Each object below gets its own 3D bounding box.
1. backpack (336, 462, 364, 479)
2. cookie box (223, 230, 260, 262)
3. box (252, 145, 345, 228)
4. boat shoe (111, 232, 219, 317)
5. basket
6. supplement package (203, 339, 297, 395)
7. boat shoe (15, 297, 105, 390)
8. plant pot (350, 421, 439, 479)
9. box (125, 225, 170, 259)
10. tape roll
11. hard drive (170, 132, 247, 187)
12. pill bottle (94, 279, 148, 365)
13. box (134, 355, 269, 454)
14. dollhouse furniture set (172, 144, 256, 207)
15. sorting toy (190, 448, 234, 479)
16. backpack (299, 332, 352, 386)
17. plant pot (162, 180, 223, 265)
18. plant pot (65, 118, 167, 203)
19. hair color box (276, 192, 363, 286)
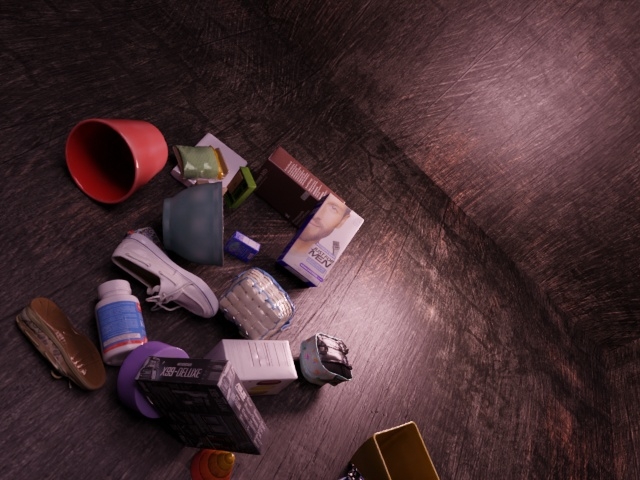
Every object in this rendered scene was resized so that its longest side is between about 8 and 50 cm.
[{"bbox_3d":[0.040,0.815,1.422,0.263,0.213,0.276,4,48,-51],"label":"backpack"},{"bbox_3d":[-0.294,0.025,1.908,0.107,0.092,0.040,32,43,-19],"label":"cookie box"},{"bbox_3d":[-0.104,-0.202,2.209,0.381,0.191,0.143,40,38,-8],"label":"box"},{"bbox_3d":[-0.486,0.144,1.572,0.367,0.136,0.156,45,40,-15],"label":"boat shoe"},{"bbox_3d":[-0.215,0.215,1.748,0.255,0.201,0.289,48,10,5],"label":"basket"},{"bbox_3d":[-0.219,0.400,1.603,0.244,0.139,0.134,10,49,-37],"label":"supplement package"},{"bbox_3d":[-0.676,0.282,1.336,0.285,0.089,0.104,52,12,3],"label":"boat shoe"},{"bbox_3d":[0.223,0.747,1.671,0.212,0.187,0.212,3,55,-43],"label":"plant pot"},{"bbox_3d":[-0.573,0.022,1.698,0.094,0.027,0.137,-21,72,-49],"label":"box"},{"bbox_3d":[-0.444,0.373,1.379,0.189,0.080,0.189,-15,108,-54],"label":"tape roll"},{"bbox_3d":[-0.447,-0.295,2.090,0.210,0.040,0.319,37,39,-12],"label":"hard drive"},{"bbox_3d":[-0.566,0.228,1.442,0.124,0.124,0.221,2,56,-42],"label":"pill bottle"},{"bbox_3d":[-0.296,0.426,1.312,0.076,0.242,0.307,-68,146,-48],"label":"box"},{"bbox_3d":[-0.411,-0.284,1.955,0.197,0.151,0.301,-3,60,-45],"label":"dollhouse furniture set"},{"bbox_3d":[-0.303,0.675,1.290,0.127,0.126,0.365,38,38,-11],"label":"sorting toy"},{"bbox_3d":[0.007,0.417,1.788,0.188,0.144,0.166,40,33,-48],"label":"backpack"},{"bbox_3d":[-0.429,-0.056,1.733,0.196,0.293,0.293,0,52,-10],"label":"plant pot"},{"bbox_3d":[-0.662,-0.289,1.721,0.275,0.275,0.243,44,28,-3],"label":"plant pot"},{"bbox_3d":[0.000,0.000,2.052,0.185,0.110,0.339,38,74,-12],"label":"hair color box"}]
